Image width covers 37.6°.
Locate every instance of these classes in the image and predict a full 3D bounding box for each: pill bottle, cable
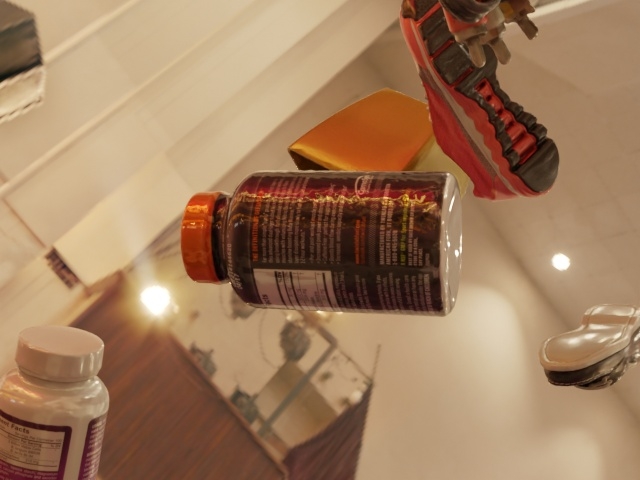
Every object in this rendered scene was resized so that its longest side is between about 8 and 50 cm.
[{"bbox_3d":[0.000,0.000,0.856,0.246,0.130,0.130,2,-48,15],"label":"pill bottle"},{"bbox_3d":[0.092,-0.278,0.791,0.072,0.139,0.287,-30,-88,44],"label":"cable"},{"bbox_3d":[-0.412,0.288,1.415,0.169,0.169,0.301,19,-78,31],"label":"pill bottle"}]

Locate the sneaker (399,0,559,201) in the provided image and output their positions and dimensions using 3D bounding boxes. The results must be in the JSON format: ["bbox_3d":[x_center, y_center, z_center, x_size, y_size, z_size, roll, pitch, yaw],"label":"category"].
[{"bbox_3d":[0.177,-0.177,1.237,0.314,0.116,0.136,58,-34,-7],"label":"sneaker"}]

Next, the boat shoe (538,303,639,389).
[{"bbox_3d":[0.398,0.167,1.344,0.114,0.302,0.091,1,-79,38],"label":"boat shoe"}]

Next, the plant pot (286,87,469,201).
[{"bbox_3d":[0.112,-0.109,1.456,0.212,0.187,0.212,30,-18,37],"label":"plant pot"}]
